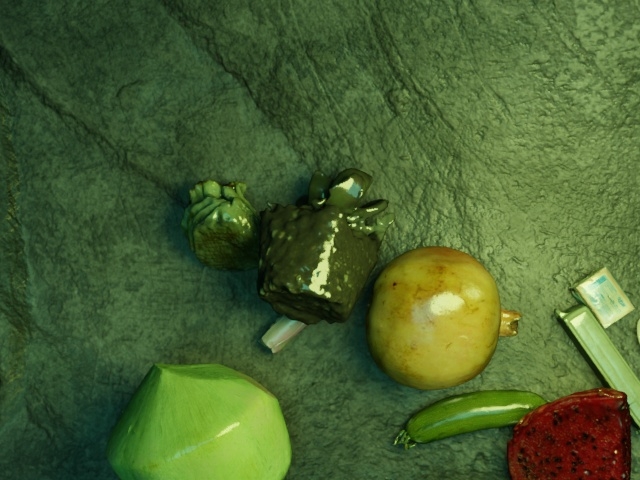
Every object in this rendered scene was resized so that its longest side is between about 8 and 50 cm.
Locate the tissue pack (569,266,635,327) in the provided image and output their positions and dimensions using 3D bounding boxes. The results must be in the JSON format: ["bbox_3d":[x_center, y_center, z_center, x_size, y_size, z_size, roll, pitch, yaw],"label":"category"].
[{"bbox_3d":[0.509,0.103,1.525,0.074,0.059,0.094,-34,86,2],"label":"tissue pack"}]

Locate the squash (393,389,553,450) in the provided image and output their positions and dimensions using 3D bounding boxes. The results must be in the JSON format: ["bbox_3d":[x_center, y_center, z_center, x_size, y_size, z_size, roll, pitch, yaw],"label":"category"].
[{"bbox_3d":[0.284,0.317,1.539,0.318,0.080,0.071,-12,50,4],"label":"squash"}]

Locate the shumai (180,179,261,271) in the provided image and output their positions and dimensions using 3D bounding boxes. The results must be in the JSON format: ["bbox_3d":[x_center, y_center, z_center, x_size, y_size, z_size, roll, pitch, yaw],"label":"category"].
[{"bbox_3d":[-0.169,-0.035,1.580,0.184,0.184,0.142,0,58,6],"label":"shumai"}]

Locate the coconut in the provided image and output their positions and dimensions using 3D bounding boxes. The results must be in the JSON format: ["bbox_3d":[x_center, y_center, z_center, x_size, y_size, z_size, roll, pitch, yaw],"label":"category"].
[{"bbox_3d":[-0.216,0.351,1.483,0.328,0.281,0.328,12,124,18],"label":"coconut"}]

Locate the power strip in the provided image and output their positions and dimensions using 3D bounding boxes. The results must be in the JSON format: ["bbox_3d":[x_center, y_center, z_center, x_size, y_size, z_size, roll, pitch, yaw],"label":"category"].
[{"bbox_3d":[0.518,0.225,1.513,0.052,0.078,0.272,-34,86,1],"label":"power strip"}]

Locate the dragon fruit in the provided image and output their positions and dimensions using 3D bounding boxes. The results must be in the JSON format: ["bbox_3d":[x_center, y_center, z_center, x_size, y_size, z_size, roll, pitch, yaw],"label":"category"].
[{"bbox_3d":[0.443,0.373,1.492,0.205,0.152,0.317,3,108,24],"label":"dragon fruit"}]

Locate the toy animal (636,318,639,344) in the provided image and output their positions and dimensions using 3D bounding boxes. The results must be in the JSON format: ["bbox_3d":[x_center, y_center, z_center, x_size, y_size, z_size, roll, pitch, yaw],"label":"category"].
[{"bbox_3d":[0.636,0.236,1.479,0.103,0.131,0.221,-18,86,15],"label":"toy animal"}]

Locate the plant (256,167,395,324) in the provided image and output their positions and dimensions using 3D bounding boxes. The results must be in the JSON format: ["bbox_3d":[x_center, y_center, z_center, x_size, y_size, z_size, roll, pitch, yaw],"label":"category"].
[{"bbox_3d":[0.000,0.000,1.485,0.199,0.188,0.276,-1,57,33],"label":"plant"}]

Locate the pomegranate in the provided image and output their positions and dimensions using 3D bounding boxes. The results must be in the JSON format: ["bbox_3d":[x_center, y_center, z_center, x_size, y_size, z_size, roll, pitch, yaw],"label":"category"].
[{"bbox_3d":[0.215,0.137,1.470,0.270,0.229,0.252,9,91,0],"label":"pomegranate"}]

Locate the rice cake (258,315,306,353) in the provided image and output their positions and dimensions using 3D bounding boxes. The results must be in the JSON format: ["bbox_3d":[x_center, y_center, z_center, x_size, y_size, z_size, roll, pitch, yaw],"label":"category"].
[{"bbox_3d":[-0.009,0.114,1.580,0.270,0.049,0.055,-41,86,4],"label":"rice cake"}]
